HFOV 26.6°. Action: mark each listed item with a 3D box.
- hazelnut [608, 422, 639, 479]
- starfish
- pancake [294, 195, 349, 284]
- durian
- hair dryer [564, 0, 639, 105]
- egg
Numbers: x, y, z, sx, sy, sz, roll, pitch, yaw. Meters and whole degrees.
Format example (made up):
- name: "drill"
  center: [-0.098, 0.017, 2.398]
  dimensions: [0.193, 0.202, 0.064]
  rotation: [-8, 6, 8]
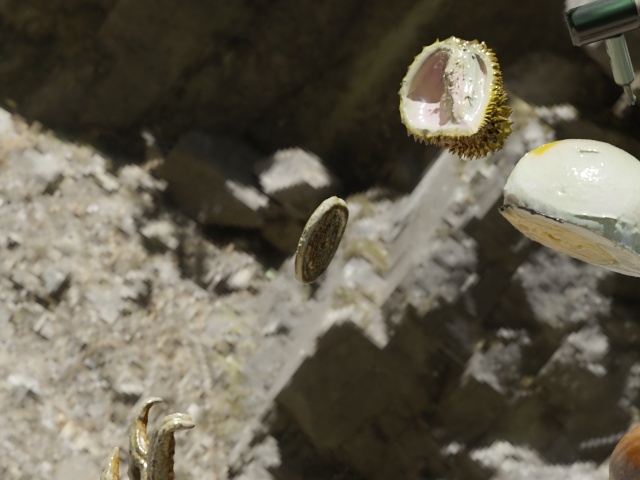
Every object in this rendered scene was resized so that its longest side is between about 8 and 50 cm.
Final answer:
- name: "hazelnut"
  center: [0.520, 0.350, 1.960]
  dimensions: [0.214, 0.214, 0.176]
  rotation: [41, 15, 11]
- name: "starfish"
  center: [-0.211, 0.313, 1.380]
  dimensions: [0.094, 0.327, 0.375]
  rotation: [32, -3, -16]
- name: "pancake"
  center: [0.000, 0.000, 1.887]
  dimensions: [0.022, 0.139, 0.139]
  rotation: [27, 14, 19]
- name: "durian"
  center: [0.242, -0.238, 2.347]
  dimensions: [0.138, 0.183, 0.249]
  rotation: [19, 48, -42]
- name: "hair dryer"
  center: [0.422, -0.264, 1.944]
  dimensions: [0.057, 0.100, 0.197]
  rotation: [-92, 159, -47]
- name: "egg"
  center: [0.495, -0.072, 2.426]
  dimensions: [0.337, 0.201, 0.337]
  rotation: [23, -2, 1]
